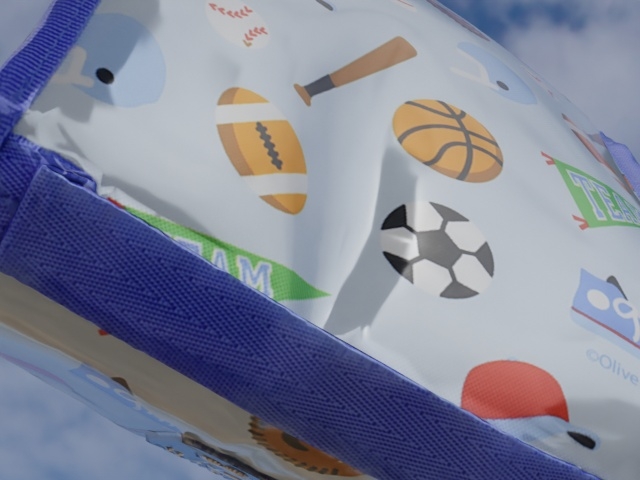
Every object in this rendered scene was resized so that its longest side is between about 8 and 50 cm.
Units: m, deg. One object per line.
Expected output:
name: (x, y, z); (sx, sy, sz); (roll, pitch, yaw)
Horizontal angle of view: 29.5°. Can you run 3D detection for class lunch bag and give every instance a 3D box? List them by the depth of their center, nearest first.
lunch bag: (0.000, 0.000, 0.589); (0.327, 0.385, 0.239); (30, -74, -11)
